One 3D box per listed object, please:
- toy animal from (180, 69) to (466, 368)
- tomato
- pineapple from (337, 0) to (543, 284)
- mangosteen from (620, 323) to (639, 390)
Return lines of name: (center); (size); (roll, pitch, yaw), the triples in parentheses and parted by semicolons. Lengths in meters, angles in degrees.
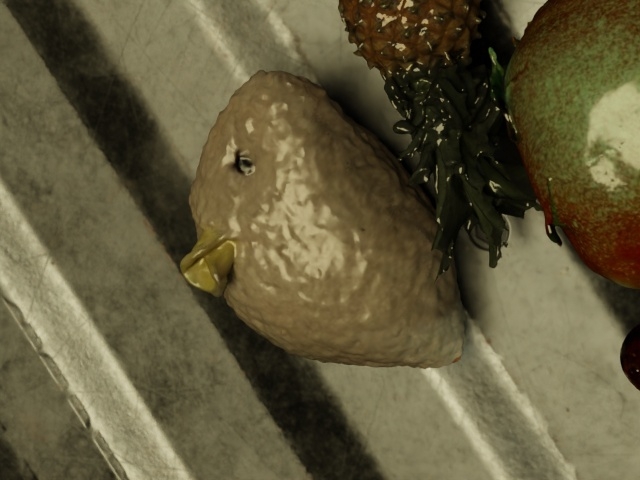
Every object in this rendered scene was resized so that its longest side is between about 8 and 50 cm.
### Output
toy animal: (0.004, 0.006, 2.026); (0.226, 0.188, 0.358); (-39, 93, 17)
tomato: (0.311, -0.113, 1.818); (0.239, 0.303, 0.303); (-22, 93, 23)
pineapple: (0.126, -0.147, 1.953); (0.165, 0.165, 0.364); (-18, 93, 25)
mangosteen: (0.339, 0.116, 1.979); (0.081, 0.081, 0.081); (5, 105, 22)
